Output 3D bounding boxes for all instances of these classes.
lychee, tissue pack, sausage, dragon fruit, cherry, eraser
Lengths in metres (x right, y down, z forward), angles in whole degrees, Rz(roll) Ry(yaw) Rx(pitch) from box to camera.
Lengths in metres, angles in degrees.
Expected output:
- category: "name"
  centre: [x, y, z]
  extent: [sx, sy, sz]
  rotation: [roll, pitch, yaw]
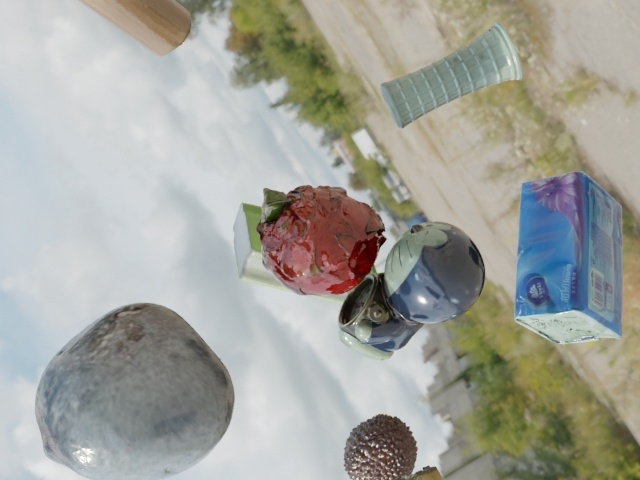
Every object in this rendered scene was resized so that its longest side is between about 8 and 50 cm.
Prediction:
- category: "lychee"
  centre: [0.098, 0.341, 1.476]
  extent: [0.123, 0.123, 0.129]
  rotation: [-106, 20, -71]
- category: "tissue pack"
  centre: [0.448, 0.037, 1.639]
  extent: [0.198, 0.146, 0.263]
  rotation: [27, -119, -45]
- category: "sausage"
  centre: [-0.386, -0.483, 1.842]
  extent: [0.253, 0.123, 0.123]
  rotation: [33, -158, -47]
- category: "dragon fruit"
  centre: [0.000, 0.000, 1.349]
  extent: [0.210, 0.172, 0.172]
  rotation: [9, -150, -24]
- category: "cherry"
  centre: [-0.255, 0.217, 1.291]
  extent: [0.255, 0.296, 0.218]
  rotation: [51, 144, 16]
- category: "eraser"
  centre: [-0.035, 0.026, 1.876]
  extent: [0.274, 0.092, 0.210]
  rotation: [12, -151, -18]

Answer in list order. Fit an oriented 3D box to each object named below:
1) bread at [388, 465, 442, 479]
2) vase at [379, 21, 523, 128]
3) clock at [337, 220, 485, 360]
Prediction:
- category: "bread"
  centre: [0.070, 0.373, 0.954]
  extent: [0.239, 0.111, 0.246]
  rotation: [-4, -117, -44]
- category: "vase"
  centre: [0.288, -0.363, 2.043]
  extent: [0.143, 0.299, 0.143]
  rotation: [-24, -90, -86]
- category: "clock"
  centre: [0.140, 0.070, 1.379]
  extent: [0.146, 0.243, 0.199]
  rotation: [39, -141, -13]
